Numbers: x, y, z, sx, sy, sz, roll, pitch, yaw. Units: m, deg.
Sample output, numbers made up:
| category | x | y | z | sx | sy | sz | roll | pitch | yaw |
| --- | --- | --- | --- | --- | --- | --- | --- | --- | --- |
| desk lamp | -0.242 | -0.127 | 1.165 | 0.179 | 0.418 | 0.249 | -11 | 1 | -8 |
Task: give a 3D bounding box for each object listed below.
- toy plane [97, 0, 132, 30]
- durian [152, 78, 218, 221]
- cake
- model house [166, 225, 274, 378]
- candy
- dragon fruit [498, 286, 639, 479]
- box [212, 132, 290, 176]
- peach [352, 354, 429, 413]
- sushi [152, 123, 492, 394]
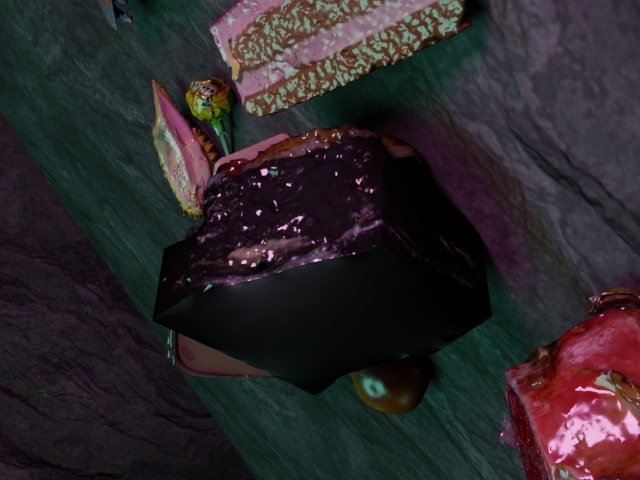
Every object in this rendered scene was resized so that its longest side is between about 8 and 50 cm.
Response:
| category | x | y | z | sx | sy | sz | roll | pitch | yaw |
| --- | --- | --- | --- | --- | --- | --- | --- | --- | --- |
| toy plane | -0.259 | -0.346 | 0.924 | 0.326 | 0.104 | 0.223 | 24 | 146 | 43 |
| durian | -0.203 | -0.143 | 1.164 | 0.140 | 0.078 | 0.224 | 43 | 149 | 54 |
| cake | 0.005 | -0.186 | 0.650 | 0.116 | 0.113 | 0.295 | 57 | 152 | -15 |
| model house | -0.144 | 0.074 | 1.236 | 0.279 | 0.205 | 0.218 | -140 | 56 | -74 |
| candy | -0.139 | -0.157 | 1.056 | 0.062 | 0.058 | 0.194 | 13 | 158 | 10 |
| dragon fruit | 0.223 | 0.185 | 0.608 | 0.211 | 0.147 | 0.282 | -155 | 53 | -78 |
| box | -0.075 | -0.077 | 0.948 | 0.062 | 0.122 | 0.089 | 61 | 161 | 14 |
| peach | 0.091 | 0.182 | 1.028 | 0.101 | 0.101 | 0.100 | 42 | 156 | 24 |
| sushi | 0.001 | 0.000 | 0.749 | 0.227 | 0.212 | 0.215 | -31 | 134 | 34 |
